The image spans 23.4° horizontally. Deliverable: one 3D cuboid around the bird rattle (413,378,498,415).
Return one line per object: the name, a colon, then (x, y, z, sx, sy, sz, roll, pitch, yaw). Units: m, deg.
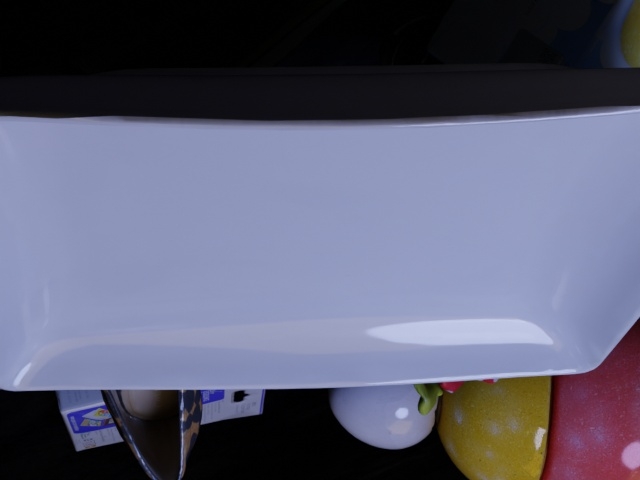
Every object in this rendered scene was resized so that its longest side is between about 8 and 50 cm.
bird rattle: (0.150, 0.070, 1.432, 0.207, 0.143, 0.253, -42, 155, 25)

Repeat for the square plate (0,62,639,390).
square plate: (0.000, 0.000, 0.731, 0.347, 0.049, 0.344, -2, 157, -6)

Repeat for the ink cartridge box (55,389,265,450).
ink cartridge box: (-0.161, 0.160, 1.590, 0.208, 0.045, 0.206, -10, 162, -8)

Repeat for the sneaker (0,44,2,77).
sneaker: (-0.225, -0.079, 0.712, 0.130, 0.087, 0.227, -11, 169, -31)

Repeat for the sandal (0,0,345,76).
sandal: (-0.051, -0.114, 0.709, 0.303, 0.120, 0.086, -25, 174, 30)

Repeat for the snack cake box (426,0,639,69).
snack cake box: (0.193, -0.110, 0.796, 0.264, 0.089, 0.152, 14, 111, -48)

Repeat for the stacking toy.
stacking toy: (0.249, 0.174, 1.671, 0.480, 0.350, 0.350, 6, 161, -3)

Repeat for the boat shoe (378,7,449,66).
boat shoe: (0.139, -0.110, 0.956, 0.233, 0.079, 0.084, -6, 117, -40)

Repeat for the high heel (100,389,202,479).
high heel: (-0.135, 0.069, 1.081, 0.093, 0.186, 0.261, -14, 163, 2)
